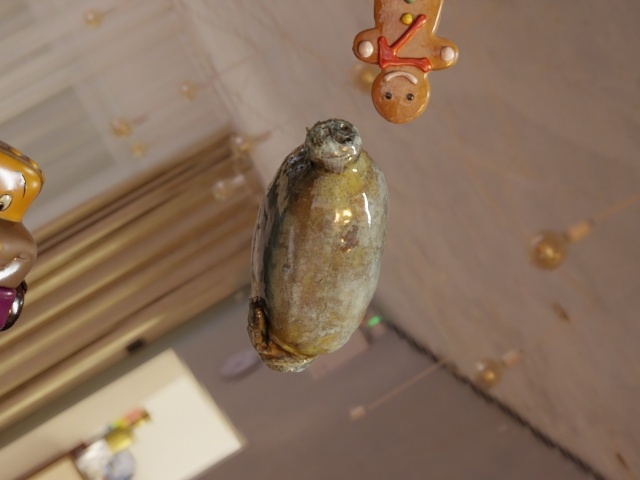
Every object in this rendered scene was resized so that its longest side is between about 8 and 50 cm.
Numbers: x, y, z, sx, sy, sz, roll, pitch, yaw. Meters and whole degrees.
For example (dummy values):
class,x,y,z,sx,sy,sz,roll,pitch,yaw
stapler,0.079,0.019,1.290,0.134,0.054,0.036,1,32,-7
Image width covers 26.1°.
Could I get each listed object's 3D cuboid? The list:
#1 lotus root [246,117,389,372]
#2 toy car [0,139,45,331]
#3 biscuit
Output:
class,x,y,z,sx,sy,sz,roll,pitch,yaw
lotus root,0.002,0.000,1.705,0.175,0.175,0.349,48,-45,42
toy car,-0.491,-0.034,1.741,0.271,0.240,0.341,21,1,-37
biscuit,0.166,-0.385,2.651,0.049,0.205,0.324,-55,155,-82
